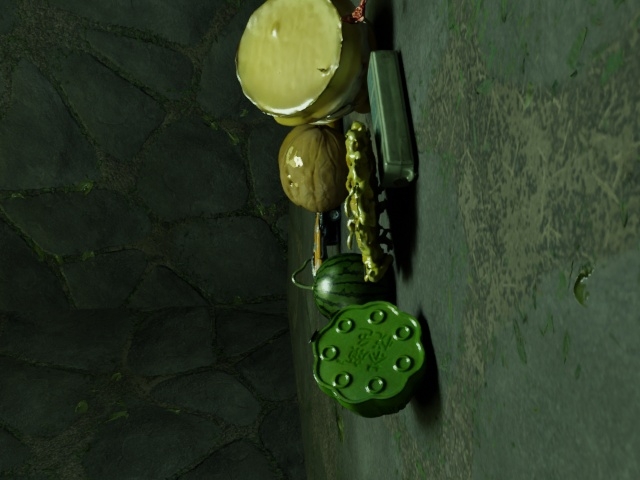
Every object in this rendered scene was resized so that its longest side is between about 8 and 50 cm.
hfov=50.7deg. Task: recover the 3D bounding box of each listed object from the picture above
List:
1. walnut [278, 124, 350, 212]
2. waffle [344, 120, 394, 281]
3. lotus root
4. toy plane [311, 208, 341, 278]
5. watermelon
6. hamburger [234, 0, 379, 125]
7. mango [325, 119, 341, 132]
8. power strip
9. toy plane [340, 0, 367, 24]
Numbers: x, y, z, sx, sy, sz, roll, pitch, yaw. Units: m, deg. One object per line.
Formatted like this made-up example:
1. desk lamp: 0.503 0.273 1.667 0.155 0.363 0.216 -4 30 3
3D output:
1. walnut: -0.010 -0.178 1.679 0.195 0.195 0.222 -103 7 -60
2. waffle: 0.084 -0.072 1.182 0.262 0.060 0.281 -36 -63 -76
3. lotus root: 0.089 0.213 1.079 0.186 0.186 0.186 179 90 -83
4. toy plane: 0.013 -0.001 1.896 0.204 0.103 0.316 106 155 -74
5. watermelon: 0.038 0.091 1.279 0.141 0.187 0.141 2 -90 -87
6. hamburger: 0.000 -0.351 1.344 0.236 0.276 0.276 3 -96 -54
7. mango: 0.013 -0.312 1.846 0.115 0.090 0.178 81 179 -56
8. power strip: 0.116 -0.210 1.142 0.078 0.052 0.272 94 172 -63
9. toy plane: 0.086 -0.442 1.082 0.194 0.126 0.077 -54 50 10
